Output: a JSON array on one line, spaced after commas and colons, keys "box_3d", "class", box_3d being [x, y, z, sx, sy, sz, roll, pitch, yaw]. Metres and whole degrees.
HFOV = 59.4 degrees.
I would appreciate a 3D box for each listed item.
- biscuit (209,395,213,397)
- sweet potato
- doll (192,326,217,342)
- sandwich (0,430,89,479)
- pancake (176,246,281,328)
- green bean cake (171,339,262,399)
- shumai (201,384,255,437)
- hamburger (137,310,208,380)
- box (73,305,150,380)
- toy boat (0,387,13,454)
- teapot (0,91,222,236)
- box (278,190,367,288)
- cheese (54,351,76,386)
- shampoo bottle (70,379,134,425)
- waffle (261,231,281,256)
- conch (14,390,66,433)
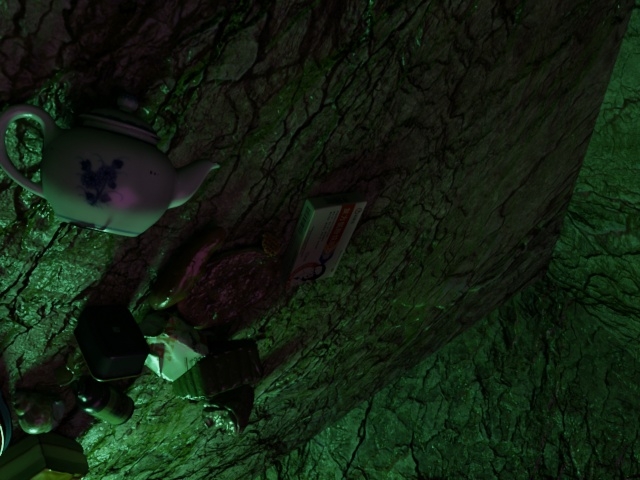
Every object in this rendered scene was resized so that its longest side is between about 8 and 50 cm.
[{"box_3d": [-0.419, 0.585, 2.202, 0.084, 0.023, 0.084, -27, 147, -19], "class": "biscuit"}, {"box_3d": [-0.383, 0.097, 1.559, 0.354, 0.095, 0.106, -47, -172, 20], "class": "sweet potato"}, {"box_3d": [-0.415, 0.313, 1.827, 0.096, 0.070, 0.195, -37, 144, 26], "class": "doll"}, {"box_3d": [-0.902, 0.736, 1.797, 0.198, 0.155, 0.227, -34, 148, -3], "class": "sandwich"}, {"box_3d": [-0.287, 0.153, 1.757, 0.356, 0.065, 0.356, -28, 143, -23], "class": "pancake"}, {"box_3d": [-0.352, 0.422, 1.867, 0.250, 0.156, 0.247, -12, 177, -42], "class": "green bean cake"}, {"box_3d": [-0.375, 0.661, 2.249, 0.185, 0.218, 0.184, 28, 147, -14], "class": "shumai"}, {"box_3d": [-0.476, 0.314, 1.689, 0.235, 0.125, 0.214, -33, 117, 29], "class": "hamburger"}, {"box_3d": [-0.559, 0.269, 1.510, 0.144, 0.201, 0.090, 5, 124, -46], "class": "box"}, {"box_3d": [-0.906, 0.496, 1.540, 0.079, 0.136, 0.392, -52, 165, -47], "class": "toy boat"}, {"box_3d": [-0.410, -0.157, 1.110, 0.424, 0.252, 0.279, 13, 89, -25], "class": "teapot"}, {"box_3d": [0.000, 0.000, 1.850, 0.214, 0.069, 0.353, -11, 140, -36], "class": "box"}, {"box_3d": [-0.721, 0.366, 1.601, 0.041, 0.060, 0.084, 15, 116, -45], "class": "cheese"}, {"box_3d": [-0.691, 0.497, 1.753, 0.101, 0.101, 0.284, -33, 147, -8], "class": "shampoo bottle"}, {"box_3d": [-0.149, 0.010, 1.720, 0.085, 0.016, 0.078, -5, 92, -53], "class": "waffle"}, {"box_3d": [-0.823, 0.504, 1.638, 0.116, 0.106, 0.173, -60, 165, -2], "class": "conch"}]
